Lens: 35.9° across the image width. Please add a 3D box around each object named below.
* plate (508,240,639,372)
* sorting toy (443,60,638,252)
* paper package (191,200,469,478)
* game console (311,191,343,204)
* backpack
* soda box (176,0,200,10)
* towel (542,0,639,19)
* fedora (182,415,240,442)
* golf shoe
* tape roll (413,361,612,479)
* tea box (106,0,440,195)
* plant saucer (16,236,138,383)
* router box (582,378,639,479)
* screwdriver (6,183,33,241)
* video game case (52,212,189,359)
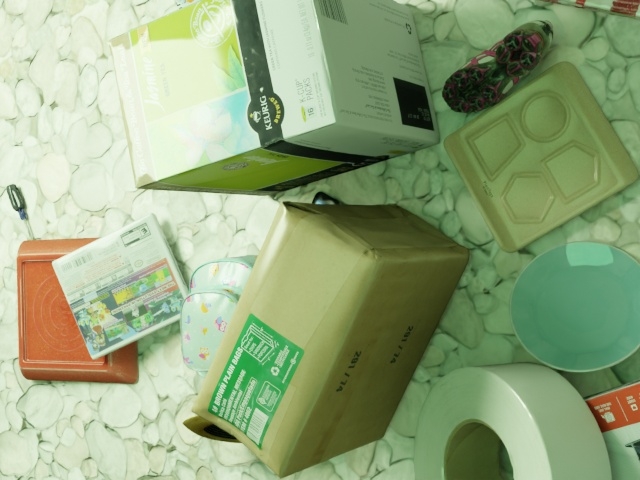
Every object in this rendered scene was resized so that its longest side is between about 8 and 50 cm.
[{"bbox_3d":[0.343,0.088,1.296,0.188,0.024,0.188,-10,60,17],"label":"plate"},{"bbox_3d":[0.298,-0.112,1.350,0.208,0.038,0.193,-32,75,21],"label":"sorting toy"},{"bbox_3d":[0.021,0.120,1.346,0.168,0.309,0.325,32,106,27],"label":"paper package"},{"bbox_3d":[0.000,0.000,1.495,0.071,0.107,0.122,23,103,-2],"label":"game console"},{"bbox_3d":[-0.130,0.115,1.513,0.166,0.144,0.188,-5,85,35],"label":"backpack"},{"bbox_3d":[-0.189,-0.360,1.601,0.058,0.063,0.183,-16,83,28],"label":"soda box"},{"bbox_3d":[0.446,-0.396,1.265,0.329,0.037,0.237,20,98,26],"label":"towel"},{"bbox_3d":[-0.117,0.257,1.512,0.194,0.194,0.079,-11,63,29],"label":"fedora"},{"bbox_3d":[0.248,-0.237,1.360,0.186,0.086,0.067,-32,97,45],"label":"golf shoe"},{"bbox_3d":[0.240,0.301,1.270,0.286,0.100,0.286,-1,89,60],"label":"tape roll"},{"bbox_3d":[-0.057,-0.204,1.376,0.323,0.329,0.220,-16,83,28],"label":"tea box"},{"bbox_3d":[-0.444,0.124,1.748,0.259,0.048,0.258,-2,89,26],"label":"plant saucer"},{"bbox_3d":[0.445,0.301,1.156,0.335,0.082,0.301,-38,70,54],"label":"router box"},{"bbox_3d":[-0.545,-0.026,1.831,0.024,0.025,0.170,-22,88,-8],"label":"screwdriver"},{"bbox_3d":[-0.332,0.078,1.666,0.201,0.023,0.183,-25,84,10],"label":"video game case"}]
